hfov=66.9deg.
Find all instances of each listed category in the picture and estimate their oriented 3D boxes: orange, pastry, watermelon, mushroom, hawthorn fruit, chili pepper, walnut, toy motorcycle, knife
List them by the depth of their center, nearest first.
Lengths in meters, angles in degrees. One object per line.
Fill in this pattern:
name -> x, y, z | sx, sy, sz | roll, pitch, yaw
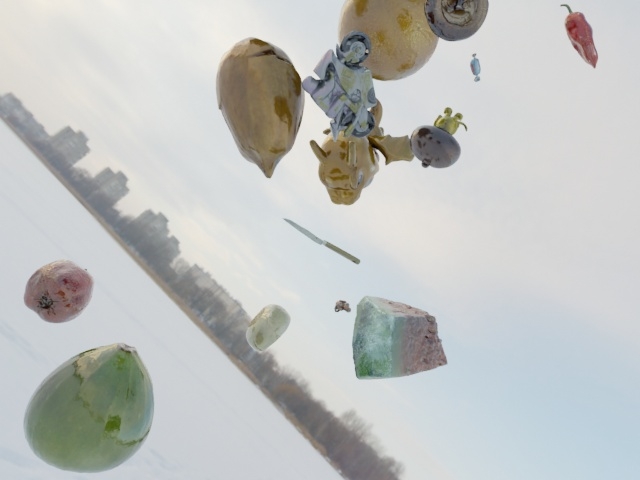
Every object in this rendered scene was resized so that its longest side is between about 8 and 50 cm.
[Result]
mushroom -> 0.286, -0.509, 1.012 | 0.080, 0.135, 0.170 | -107, -165, -54
toy motorcycle -> 0.039, -0.315, 1.018 | 0.073, 0.152, 0.225 | -109, -170, -56
watermelon -> 0.205, 0.225, 1.101 | 0.257, 0.192, 0.140 | 16, -24, -32
walnut -> -0.136, -0.312, 1.152 | 0.209, 0.209, 0.336 | 163, -80, -71
chili pepper -> 0.655, -0.518, 1.215 | 0.059, 0.050, 0.191 | 95, -24, -81
orange -> 0.176, -0.556, 1.276 | 0.274, 0.274, 0.274 | 41, -18, 16
pastry -> -0.163, 0.266, 1.482 | 0.092, 0.156, 0.156 | 38, -16, -7
knife -> -0.001, 0.002, 1.587 | 0.298, 0.017, 0.047 | 30, -19, 7
hawthorn fruit -> -0.871, 0.162, 1.649 | 0.205, 0.205, 0.253 | 50, 14, -12

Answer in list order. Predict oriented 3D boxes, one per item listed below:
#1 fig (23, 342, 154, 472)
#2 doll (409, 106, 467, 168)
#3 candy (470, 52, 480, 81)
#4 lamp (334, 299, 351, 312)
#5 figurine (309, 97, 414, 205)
fig -> -0.548, 0.401, 1.202 | 0.316, 0.316, 0.316 | 41, -18, 16
doll -> 0.335, -0.274, 1.337 | 0.145, 0.188, 0.096 | 53, -15, 12
candy -> 0.470, -0.524, 1.471 | 0.020, 0.030, 0.083 | 17, -54, 62
lamp -> 0.078, 0.239, 1.765 | 0.063, 0.031, 0.083 | 14, 14, -4
figurine -> 0.109, -0.355, 1.725 | 0.268, 0.387, 0.401 | -23, -62, 43
